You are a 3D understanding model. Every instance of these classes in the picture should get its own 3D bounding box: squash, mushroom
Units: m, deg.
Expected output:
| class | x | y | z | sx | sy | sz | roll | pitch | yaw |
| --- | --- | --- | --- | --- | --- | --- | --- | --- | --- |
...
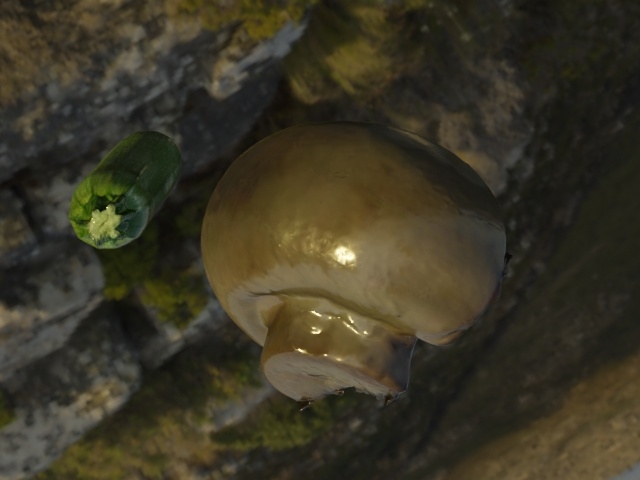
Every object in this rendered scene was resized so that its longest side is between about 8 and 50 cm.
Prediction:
| class | x | y | z | sx | sy | sz | roll | pitch | yaw |
| --- | --- | --- | --- | --- | --- | --- | --- | --- | --- |
| squash | -0.175 | -0.046 | 1.068 | 0.077 | 0.068 | 0.219 | -25 | -164 | 12 |
| mushroom | 0.000 | 0.000 | 0.627 | 0.188 | 0.117 | 0.141 | -17 | -139 | 53 |
